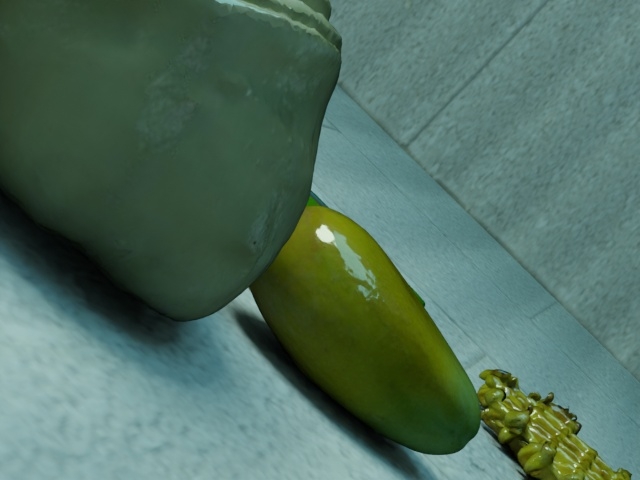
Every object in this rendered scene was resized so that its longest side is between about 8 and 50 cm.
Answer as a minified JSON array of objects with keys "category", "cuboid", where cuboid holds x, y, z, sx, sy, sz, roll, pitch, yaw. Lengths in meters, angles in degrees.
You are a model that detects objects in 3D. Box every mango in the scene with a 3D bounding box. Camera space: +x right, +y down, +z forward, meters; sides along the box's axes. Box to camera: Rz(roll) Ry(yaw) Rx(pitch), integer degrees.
[{"category":"mango","cuboid":[0.030,0.062,1.129,0.195,0.092,0.130,48,6,-5]}]

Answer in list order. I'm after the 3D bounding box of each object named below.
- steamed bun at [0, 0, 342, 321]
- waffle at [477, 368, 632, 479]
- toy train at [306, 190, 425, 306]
[{"category":"steamed bun","cuboid":[-0.107,-0.131,0.977,0.310,0.219,0.324,43,8,-7]},{"category":"waffle","cuboid":[0.229,0.207,1.522,0.231,0.051,0.229,37,14,-37]},{"category":"toy train","cuboid":[0.000,0.000,1.464,0.209,0.042,0.044,44,-13,-7]}]
